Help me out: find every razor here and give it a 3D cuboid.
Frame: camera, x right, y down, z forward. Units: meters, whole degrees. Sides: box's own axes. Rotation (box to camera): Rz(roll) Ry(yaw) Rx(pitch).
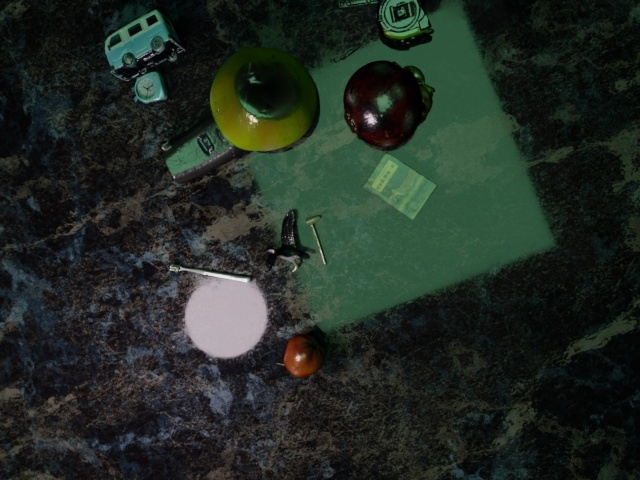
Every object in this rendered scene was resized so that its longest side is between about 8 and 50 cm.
[{"bbox_3d":[-0.446,-0.360,1.852,0.326,0.107,0.189,-27,93,6],"label":"razor"}]

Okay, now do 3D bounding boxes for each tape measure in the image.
[{"bbox_3d":[0.283,-0.781,1.680,0.186,0.112,0.199,-16,100,15],"label":"tape measure"}]

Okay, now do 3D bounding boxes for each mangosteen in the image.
[{"bbox_3d":[0.226,-0.469,1.653,0.310,0.311,0.312,1,98,9],"label":"mangosteen"}]

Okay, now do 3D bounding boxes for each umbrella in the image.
[{"bbox_3d":[0.103,-0.686,1.773,0.122,0.013,0.022,-25,72,13],"label":"umbrella"}]

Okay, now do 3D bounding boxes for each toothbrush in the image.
[{"bbox_3d":[-0.447,0.134,1.960,0.341,0.030,0.025,9,103,6],"label":"toothbrush"}]

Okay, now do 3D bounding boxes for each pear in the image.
[{"bbox_3d":[-0.202,-0.517,1.713,0.397,0.165,0.400,0,89,-5],"label":"pear"}]

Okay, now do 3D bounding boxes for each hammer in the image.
[{"bbox_3d":[0.000,0.000,1.879,0.060,0.028,0.196,-18,98,4],"label":"hammer"}]

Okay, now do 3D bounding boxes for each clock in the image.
[{"bbox_3d":[-0.680,-0.590,1.893,0.147,0.045,0.108,-13,94,11],"label":"clock"}]

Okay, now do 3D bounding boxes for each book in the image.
[{"bbox_3d":[0.295,-0.202,1.802,0.228,0.024,0.160,35,104,2],"label":"book"}]

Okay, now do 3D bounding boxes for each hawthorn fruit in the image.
[{"bbox_3d":[-0.080,0.467,1.894,0.162,0.162,0.204,39,117,2],"label":"hawthorn fruit"}]

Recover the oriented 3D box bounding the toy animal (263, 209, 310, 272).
[{"bbox_3d":[-0.145,0.057,1.859,0.160,0.273,0.197,37,140,-14],"label":"toy animal"}]

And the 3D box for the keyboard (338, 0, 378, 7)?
[{"bbox_3d":[0.177,-0.885,1.730,0.230,0.023,0.072,-3,100,9],"label":"keyboard"}]

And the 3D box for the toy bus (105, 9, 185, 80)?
[{"bbox_3d":[-0.677,-0.739,1.830,0.271,0.133,0.165,-24,88,9],"label":"toy bus"}]
